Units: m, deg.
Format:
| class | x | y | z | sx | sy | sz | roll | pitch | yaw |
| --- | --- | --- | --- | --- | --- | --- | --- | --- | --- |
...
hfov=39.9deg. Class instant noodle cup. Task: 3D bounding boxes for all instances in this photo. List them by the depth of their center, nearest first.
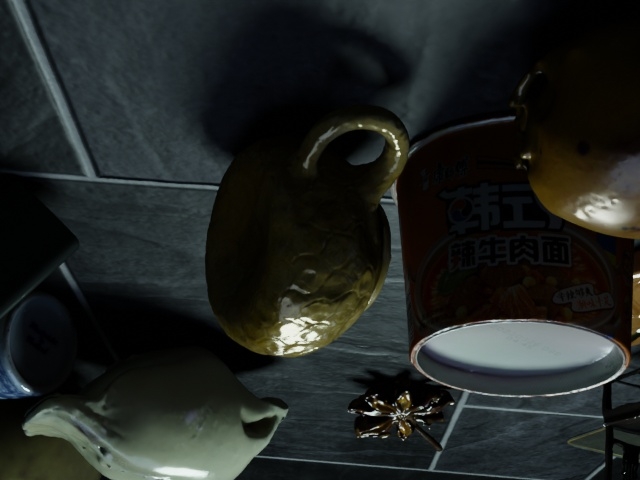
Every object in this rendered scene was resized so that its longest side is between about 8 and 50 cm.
| class | x | y | z | sx | sy | sz | roll | pitch | yaw |
| --- | --- | --- | --- | --- | --- | --- | --- | --- | --- |
| instant noodle cup | 0.184 | 0.027 | 0.841 | 0.250 | 0.192 | 0.250 | 5 | 152 | 3 |

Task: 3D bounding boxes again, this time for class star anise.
| class | x | y | z | sx | sy | sz | roll | pitch | yaw |
| --- | --- | --- | --- | --- | --- | --- | --- | --- | --- |
| star anise | 0.130 | 0.296 | 1.472 | 0.177 | 0.073 | 0.234 | -2 | 136 | -3 |

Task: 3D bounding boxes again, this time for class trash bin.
| class | x | y | z | sx | sy | sz | roll | pitch | yaw |
| --- | --- | --- | --- | --- | --- | --- | --- | --- | --- |
| trash bin | -0.393 | 0.061 | 0.946 | 0.115 | 0.225 | 0.165 | 46 | 138 | -14 |

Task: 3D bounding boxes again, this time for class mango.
| class | x | y | z | sx | sy | sz | roll | pitch | yaw |
| --- | --- | --- | --- | --- | --- | --- | --- | --- | --- |
| mango | 0.289 | -0.086 | 0.658 | 0.287 | 0.153 | 0.201 | -5 | 140 | 14 |

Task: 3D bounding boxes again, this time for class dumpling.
| class | x | y | z | sx | sy | sz | roll | pitch | yaw |
| --- | --- | --- | --- | --- | --- | --- | --- | --- | --- |
| dumpling | -0.264 | 0.281 | 1.332 | 0.395 | 0.233 | 0.315 | 6 | 157 | -42 |

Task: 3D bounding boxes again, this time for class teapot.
| class | x | y | z | sx | sy | sz | roll | pitch | yaw |
| --- | --- | --- | --- | --- | --- | --- | --- | --- | --- |
| teapot | 0.000 | 0.000 | 0.831 | 0.167 | 0.203 | 0.311 | 7 | 131 | -27 |

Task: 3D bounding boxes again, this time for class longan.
| class | x | y | z | sx | sy | sz | roll | pitch | yaw |
| --- | --- | --- | --- | --- | --- | --- | --- | --- | --- |
| longan | -0.542 | 0.366 | 1.501 | 0.361 | 0.361 | 0.361 | 4 | 152 | 2 |

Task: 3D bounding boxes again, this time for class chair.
| class | x | y | z | sx | sy | sz | roll | pitch | yaw |
| --- | --- | --- | --- | --- | --- | --- | --- | --- | --- |
| chair | 0.461 | 0.276 | 1.226 | 0.106 | 0.229 | 0.113 | 16 | 153 | -20 |

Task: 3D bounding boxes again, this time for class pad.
| class | x | y | z | sx | sy | sz | roll | pitch | yaw |
| --- | --- | --- | --- | --- | --- | --- | --- | --- | --- |
| pad | 0.661 | 0.372 | 1.546 | 0.315 | 0.063 | 0.375 | 15 | 151 | -18 |

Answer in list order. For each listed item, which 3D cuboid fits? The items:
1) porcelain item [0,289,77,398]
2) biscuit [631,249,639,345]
| class | x | y | z | sx | sy | sz | roll | pitch | yaw |
| --- | --- | --- | --- | --- | --- | --- | --- | --- | --- |
| porcelain item | -0.424 | 0.144 | 1.217 | 0.114 | 0.147 | 0.147 | -7 | 150 | 26 |
| biscuit | 0.436 | 0.061 | 1.018 | 0.202 | 0.047 | 0.334 | 4 | 152 | 2 |
